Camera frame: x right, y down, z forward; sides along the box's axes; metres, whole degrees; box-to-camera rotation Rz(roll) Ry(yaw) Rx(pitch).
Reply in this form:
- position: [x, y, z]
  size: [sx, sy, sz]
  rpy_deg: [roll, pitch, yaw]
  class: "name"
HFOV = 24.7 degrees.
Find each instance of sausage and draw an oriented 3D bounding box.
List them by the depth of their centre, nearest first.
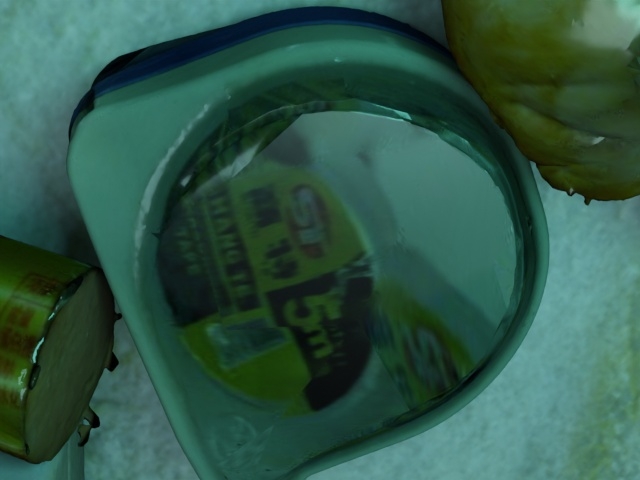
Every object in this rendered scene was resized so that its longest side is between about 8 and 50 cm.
- position: [-0.271, 0.029, 0.865]
  size: [0.317, 0.125, 0.117]
  rpy_deg: [18, 75, 18]
  class: "sausage"

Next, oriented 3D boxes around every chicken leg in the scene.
- position: [0.267, -0.128, 0.807]
  size: [0.409, 0.182, 0.295]
  rpy_deg: [-24, 125, -7]
  class: "chicken leg"

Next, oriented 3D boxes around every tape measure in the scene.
- position: [-0.002, 0.001, 0.855]
  size: [0.262, 0.138, 0.259]
  rpy_deg: [-18, 114, 8]
  class: "tape measure"

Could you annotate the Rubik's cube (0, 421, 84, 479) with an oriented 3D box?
- position: [-0.314, 0.269, 0.875]
  size: [0.322, 0.319, 0.316]
  rpy_deg: [4, 113, -2]
  class: "Rubik's cube"
